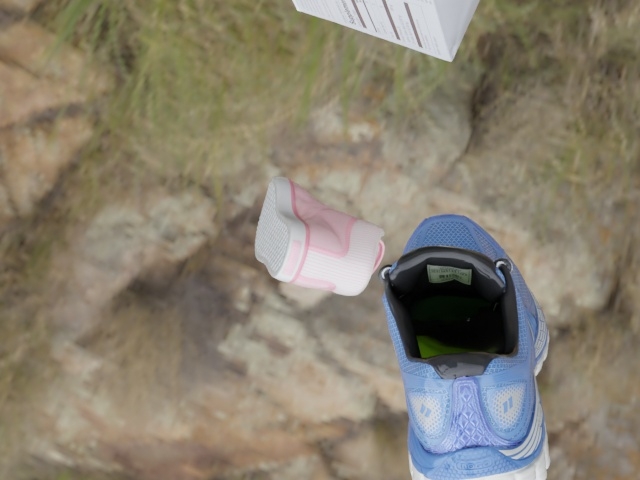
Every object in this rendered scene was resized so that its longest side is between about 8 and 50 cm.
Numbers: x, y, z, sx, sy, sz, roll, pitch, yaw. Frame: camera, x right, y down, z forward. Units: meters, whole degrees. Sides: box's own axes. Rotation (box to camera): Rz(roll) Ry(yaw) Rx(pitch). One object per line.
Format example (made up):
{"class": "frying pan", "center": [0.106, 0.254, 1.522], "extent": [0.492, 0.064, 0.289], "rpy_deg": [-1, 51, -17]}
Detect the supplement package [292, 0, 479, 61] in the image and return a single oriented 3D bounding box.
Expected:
{"class": "supplement package", "center": [0.076, -0.311, 1.289], "extent": [0.145, 0.262, 0.204], "rpy_deg": [21, 167, 18]}

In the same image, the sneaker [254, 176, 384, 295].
{"class": "sneaker", "center": [0.000, 0.000, 1.040], "extent": [0.070, 0.134, 0.051], "rpy_deg": [13, 105, -13]}

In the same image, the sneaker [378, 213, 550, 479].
{"class": "sneaker", "center": [0.113, 0.053, 1.263], "extent": [0.129, 0.330, 0.147], "rpy_deg": [-7, 117, 2]}
